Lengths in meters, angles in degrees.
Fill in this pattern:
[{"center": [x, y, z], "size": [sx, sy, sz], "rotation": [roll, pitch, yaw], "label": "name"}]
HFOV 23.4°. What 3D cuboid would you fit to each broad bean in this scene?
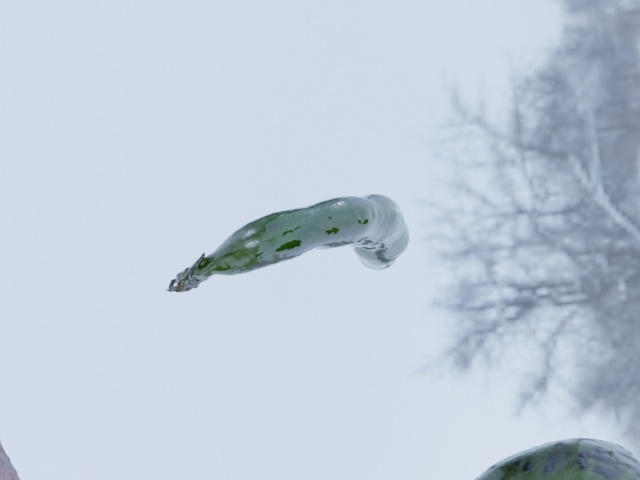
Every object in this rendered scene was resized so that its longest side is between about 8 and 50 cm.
[{"center": [0.000, 0.000, 1.439], "size": [0.292, 0.144, 0.049], "rotation": [-8, -110, -44], "label": "broad bean"}]

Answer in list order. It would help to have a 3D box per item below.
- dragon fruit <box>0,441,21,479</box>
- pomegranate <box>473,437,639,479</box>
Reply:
[{"center": [-0.366, 0.300, 1.569], "size": [0.282, 0.100, 0.343], "rotation": [55, -177, 9], "label": "dragon fruit"}, {"center": [0.221, 0.295, 1.292], "size": [0.270, 0.254, 0.254], "rotation": [42, -138, -64], "label": "pomegranate"}]
